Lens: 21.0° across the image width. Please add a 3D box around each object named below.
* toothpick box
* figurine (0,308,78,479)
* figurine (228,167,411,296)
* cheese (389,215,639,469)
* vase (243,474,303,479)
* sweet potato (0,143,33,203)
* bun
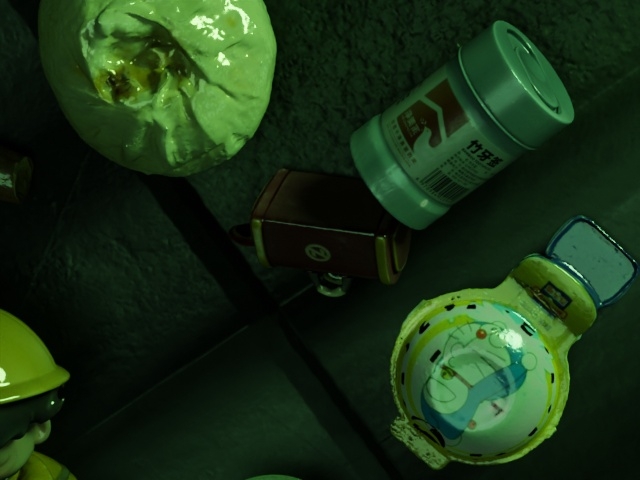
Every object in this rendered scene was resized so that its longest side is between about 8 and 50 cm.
[{"bbox_3d":[0.111,-0.090,1.375,0.153,0.101,0.101,-37,93,24],"label":"toothpick box"},{"bbox_3d":[-0.306,0.170,1.562,0.192,0.167,0.257,-13,125,8],"label":"figurine"},{"bbox_3d":[-0.001,0.000,1.463,0.154,0.082,0.098,6,128,16],"label":"figurine"},{"bbox_3d":[0.155,0.087,1.438,0.156,0.064,0.250,41,102,1],"label":"cheese"},{"bbox_3d":[-0.037,0.338,1.549,0.128,0.128,0.248,3,115,17],"label":"vase"},{"bbox_3d":[-0.311,-0.072,1.547,0.117,0.049,0.049,24,112,10],"label":"sweet potato"},{"bbox_3d":[-0.143,-0.155,1.424,0.222,0.127,0.222,5,105,17],"label":"bun"}]
